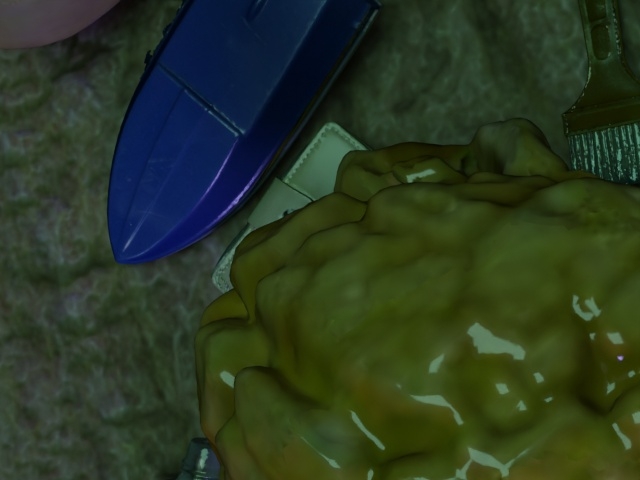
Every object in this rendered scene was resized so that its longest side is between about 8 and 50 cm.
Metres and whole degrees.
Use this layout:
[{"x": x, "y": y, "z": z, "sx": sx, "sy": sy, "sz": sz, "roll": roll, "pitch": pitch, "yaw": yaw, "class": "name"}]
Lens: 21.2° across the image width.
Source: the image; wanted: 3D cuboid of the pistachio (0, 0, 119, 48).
[{"x": -0.208, "y": -0.306, "z": 1.268, "sx": 0.238, "sy": 0.229, "sz": 0.321, "roll": 20, "pitch": 104, "yaw": -14, "class": "pistachio"}]

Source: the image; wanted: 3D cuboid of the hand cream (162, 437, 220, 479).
[{"x": -0.111, "y": 0.313, "z": 1.280, "sx": 0.124, "sy": 0.078, "sz": 0.340, "roll": 14, "pitch": 99, "yaw": 19, "class": "hand cream"}]

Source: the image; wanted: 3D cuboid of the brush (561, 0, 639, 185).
[{"x": 0.201, "y": -0.143, "z": 1.211, "sx": 0.082, "sy": 0.010, "sz": 0.218, "roll": -12, "pitch": 80, "yaw": 34, "class": "brush"}]

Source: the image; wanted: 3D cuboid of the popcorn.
[{"x": 0.113, "y": 0.117, "z": 1.050, "sx": 0.390, "sy": 0.354, "sz": 0.344, "roll": 29, "pitch": 138, "yaw": 47, "class": "popcorn"}]

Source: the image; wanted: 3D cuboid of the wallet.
[{"x": 0.000, "y": 0.000, "z": 1.266, "sx": 0.110, "sy": 0.039, "sz": 0.155, "roll": 40, "pitch": 100, "yaw": 14, "class": "wallet"}]

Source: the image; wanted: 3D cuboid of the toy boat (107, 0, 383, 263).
[{"x": -0.079, "y": -0.099, "z": 1.282, "sx": 0.129, "sy": 0.088, "sz": 0.295, "roll": 40, "pitch": 111, "yaw": 17, "class": "toy boat"}]
